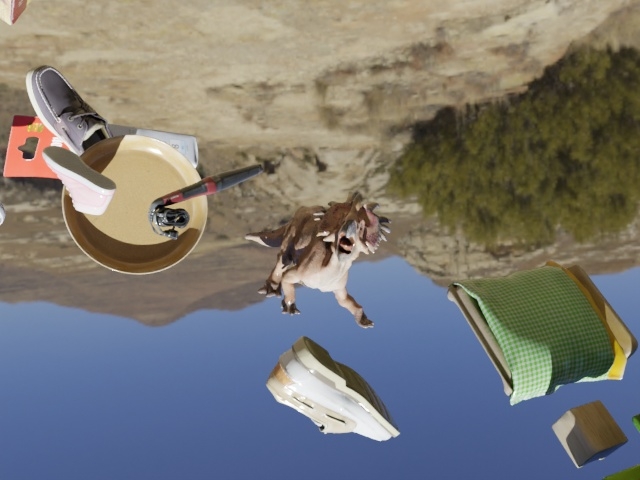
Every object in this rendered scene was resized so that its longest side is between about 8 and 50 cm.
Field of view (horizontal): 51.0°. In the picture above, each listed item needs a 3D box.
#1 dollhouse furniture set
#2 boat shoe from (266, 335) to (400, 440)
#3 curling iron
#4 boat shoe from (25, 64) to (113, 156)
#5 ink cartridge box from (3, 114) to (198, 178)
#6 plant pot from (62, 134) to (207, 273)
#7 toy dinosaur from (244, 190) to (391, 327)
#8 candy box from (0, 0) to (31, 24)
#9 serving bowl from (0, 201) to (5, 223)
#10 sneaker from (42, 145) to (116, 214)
[{"bbox_3d":[0.308,0.112,0.716,0.198,0.301,0.151,-4,141,-31],"label":"dollhouse furniture set"},{"bbox_3d":[0.024,0.281,1.185,0.103,0.302,0.113,-42,-148,6],"label":"boat shoe"},{"bbox_3d":[-0.184,-0.078,1.105,0.035,0.068,0.274,16,-147,26],"label":"curling iron"},{"bbox_3d":[-0.469,-0.221,1.335,0.092,0.285,0.103,-3,-147,37],"label":"boat shoe"},{"bbox_3d":[-0.516,-0.162,1.561,0.385,0.091,0.308,3,159,-29],"label":"ink cartridge box"},{"bbox_3d":[-0.309,-0.059,1.126,0.236,0.236,0.032,-7,175,-27],"label":"plant pot"},{"bbox_3d":[0.000,0.000,0.977,0.127,0.200,0.296,0,-160,-32],"label":"toy dinosaur"},{"bbox_3d":[-0.420,-0.366,0.659,0.316,0.087,0.183,36,168,-23],"label":"candy box"},{"bbox_3d":[-0.616,-0.066,1.237,0.083,0.083,0.027,-3,-137,30],"label":"serving bowl"},{"bbox_3d":[-0.385,-0.089,1.051,0.134,0.070,0.051,33,-148,7],"label":"sneaker"}]
